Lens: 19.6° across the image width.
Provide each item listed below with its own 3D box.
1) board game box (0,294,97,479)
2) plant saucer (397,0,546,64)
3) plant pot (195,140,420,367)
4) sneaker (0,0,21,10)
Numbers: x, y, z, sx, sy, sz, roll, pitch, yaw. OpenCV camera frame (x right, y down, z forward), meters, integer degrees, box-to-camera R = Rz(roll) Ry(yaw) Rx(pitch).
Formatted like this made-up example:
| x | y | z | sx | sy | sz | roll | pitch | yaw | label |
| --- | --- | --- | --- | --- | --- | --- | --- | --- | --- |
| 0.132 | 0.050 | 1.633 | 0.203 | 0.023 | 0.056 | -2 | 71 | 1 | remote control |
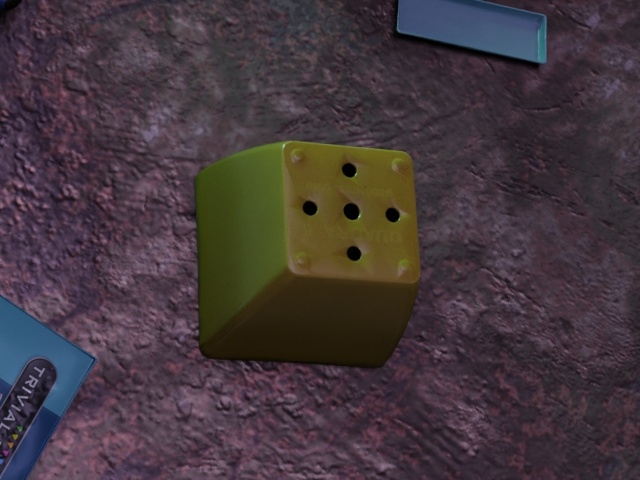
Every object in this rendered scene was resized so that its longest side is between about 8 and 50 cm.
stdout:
| x | y | z | sx | sy | sz | roll | pitch | yaw | label |
| --- | --- | --- | --- | --- | --- | --- | --- | --- | --- |
| -0.417 | 0.130 | 1.747 | 0.336 | 0.079 | 0.254 | 36 | 62 | -16 | board game box |
| 0.177 | -0.253 | 2.183 | 0.192 | 0.018 | 0.067 | 11 | 67 | -18 | plant saucer |
| 0.000 | 0.000 | 1.923 | 0.212 | 0.187 | 0.212 | 5 | 69 | -20 | plant pot |
| -0.435 | -0.356 | 1.937 | 0.147 | 0.130 | 0.330 | -41 | 83 | -17 | sneaker |
